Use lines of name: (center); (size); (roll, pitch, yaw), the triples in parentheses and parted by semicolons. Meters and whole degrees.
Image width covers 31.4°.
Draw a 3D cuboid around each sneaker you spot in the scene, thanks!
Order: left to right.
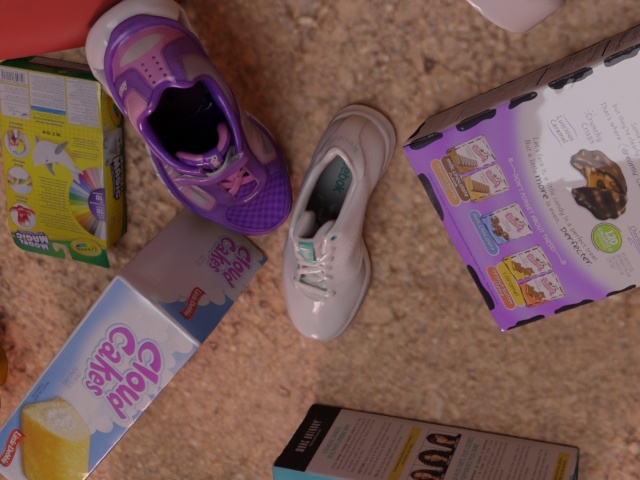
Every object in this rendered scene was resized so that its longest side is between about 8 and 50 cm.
sneaker: (-0.085, -0.071, 0.856); (0.095, 0.104, 0.236); (-36, 135, -1)
sneaker: (0.000, 0.000, 0.909); (0.080, 0.094, 0.212); (17, 120, 12)

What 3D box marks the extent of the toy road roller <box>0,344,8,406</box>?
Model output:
toy road roller: (-0.489, 0.163, 1.133); (0.329, 0.202, 0.241); (27, 134, 14)

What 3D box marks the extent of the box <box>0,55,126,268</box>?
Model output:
box: (-0.225, -0.067, 0.999); (0.105, 0.043, 0.179); (12, 116, 16)

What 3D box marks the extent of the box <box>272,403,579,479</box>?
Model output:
box: (0.090, 0.208, 0.970); (0.244, 0.100, 0.060); (7, 117, 19)

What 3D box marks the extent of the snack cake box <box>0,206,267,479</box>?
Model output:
snack cake box: (-0.171, 0.102, 0.995); (0.089, 0.152, 0.264); (40, 123, -1)

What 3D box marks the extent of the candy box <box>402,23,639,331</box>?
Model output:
candy box: (0.187, -0.044, 0.827); (0.196, 0.070, 0.165); (-22, 104, 30)

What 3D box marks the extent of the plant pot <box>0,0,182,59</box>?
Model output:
plant pot: (-0.240, -0.246, 0.800); (0.274, 0.243, 0.275); (9, 117, 19)

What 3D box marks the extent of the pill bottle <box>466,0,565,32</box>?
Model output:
pill bottle: (0.189, -0.257, 0.669); (0.278, 0.162, 0.162); (-37, 97, 32)
